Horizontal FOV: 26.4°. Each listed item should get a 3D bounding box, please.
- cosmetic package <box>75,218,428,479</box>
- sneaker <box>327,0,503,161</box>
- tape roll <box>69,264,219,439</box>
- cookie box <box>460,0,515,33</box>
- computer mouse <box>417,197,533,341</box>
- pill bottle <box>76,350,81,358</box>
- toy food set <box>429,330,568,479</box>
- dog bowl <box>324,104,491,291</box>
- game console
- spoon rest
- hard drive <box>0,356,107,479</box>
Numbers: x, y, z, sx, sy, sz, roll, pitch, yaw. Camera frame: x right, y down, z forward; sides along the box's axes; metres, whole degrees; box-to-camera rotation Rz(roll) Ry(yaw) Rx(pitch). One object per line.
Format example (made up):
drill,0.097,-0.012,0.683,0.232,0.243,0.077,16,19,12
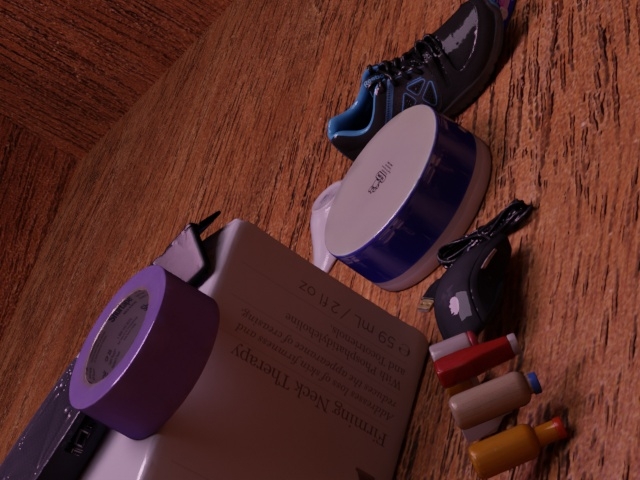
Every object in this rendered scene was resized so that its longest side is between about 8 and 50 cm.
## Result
cosmetic package,-0.116,0.254,1.765,0.327,0.329,0.393,-29,36,50
sneaker,0.150,-0.245,2.124,0.341,0.140,0.125,-52,36,21
tape roll,-0.204,0.128,1.573,0.189,0.080,0.189,-44,27,29
cookie box,0.261,-0.357,2.199,0.107,0.040,0.092,-25,39,54
computer mouse,0.168,0.051,1.735,0.184,0.060,0.262,-40,15,41
pill bottle,-0.238,0.270,2.053,0.169,0.301,0.169,-47,23,27
toy food set,0.194,0.164,1.530,0.104,0.111,0.232,-23,15,4
dog bowl,0.124,-0.063,1.996,0.265,0.104,0.265,-47,23,26
game console,-0.168,0.033,1.718,0.122,0.071,0.107,-45,53,30
spoon rest,0.000,0.000,2.253,0.276,0.084,0.137,-50,18,-20
hard drive,-0.351,0.283,1.701,0.254,0.054,0.172,-56,21,5
